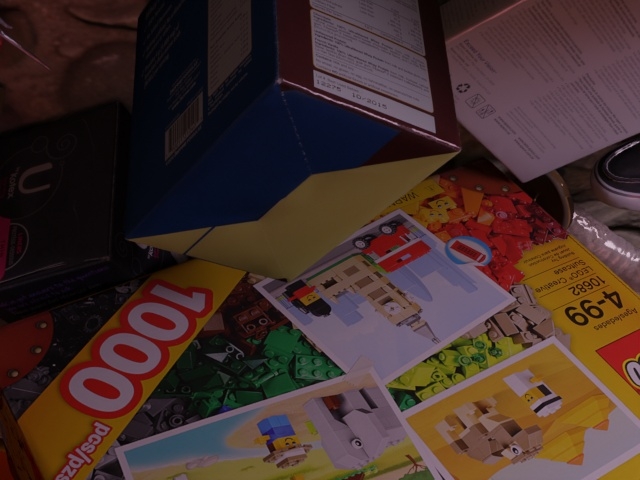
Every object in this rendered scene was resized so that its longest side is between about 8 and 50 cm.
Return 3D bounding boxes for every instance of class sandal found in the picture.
[{"bbox_3d":[0.192,-0.011,0.986,0.049,0.072,0.180,-36,174,-36],"label":"sandal"}]

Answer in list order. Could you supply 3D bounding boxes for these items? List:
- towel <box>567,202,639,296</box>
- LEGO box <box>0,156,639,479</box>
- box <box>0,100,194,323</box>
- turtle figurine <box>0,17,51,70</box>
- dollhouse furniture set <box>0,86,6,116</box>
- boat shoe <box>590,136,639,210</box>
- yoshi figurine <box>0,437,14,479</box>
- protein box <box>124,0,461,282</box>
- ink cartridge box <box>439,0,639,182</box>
[{"bbox_3d":[0.271,0.074,1.101,0.187,0.049,0.282,30,142,-6],"label":"towel"},{"bbox_3d":[0.037,0.172,0.789,0.500,0.372,0.193,-21,139,-26],"label":"LEGO box"},{"bbox_3d":[-0.185,0.023,0.924,0.143,0.165,0.270,-14,148,16],"label":"box"},{"bbox_3d":[-0.321,-0.131,0.687,0.234,0.118,0.175,25,102,-19],"label":"turtle figurine"},{"bbox_3d":[-0.359,-0.058,0.801,0.144,0.151,0.123,17,155,-30],"label":"dollhouse furniture set"},{"bbox_3d":[0.358,-0.088,0.875,0.228,0.080,0.076,-8,143,7],"label":"boat shoe"},{"bbox_3d":[-0.406,0.145,1.015,0.362,0.203,0.203,12,131,32],"label":"yoshi figurine"},{"bbox_3d":[-0.029,-0.113,0.670,0.135,0.201,0.200,17,144,-30],"label":"protein box"},{"bbox_3d":[0.210,-0.149,0.785,0.223,0.045,0.223,-23,145,28],"label":"ink cartridge box"}]
